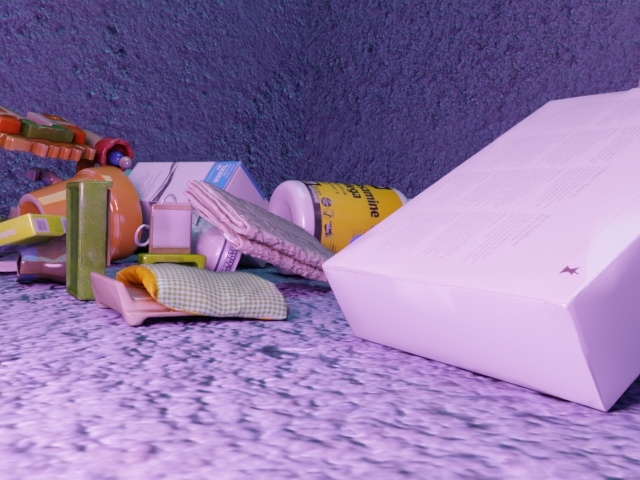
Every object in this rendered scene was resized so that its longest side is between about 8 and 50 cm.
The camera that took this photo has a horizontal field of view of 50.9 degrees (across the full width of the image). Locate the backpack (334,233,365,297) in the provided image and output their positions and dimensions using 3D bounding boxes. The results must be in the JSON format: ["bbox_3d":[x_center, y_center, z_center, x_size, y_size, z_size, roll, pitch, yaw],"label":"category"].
[{"bbox_3d":[0.096,0.042,0.909,0.120,0.101,0.098,5,6,-43],"label":"backpack"}]

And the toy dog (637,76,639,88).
[{"bbox_3d":[0.559,-0.096,0.955,0.395,0.408,0.284,1,3,-16],"label":"toy dog"}]

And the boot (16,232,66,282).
[{"bbox_3d":[-0.428,0.023,1.043,0.106,0.082,0.219,4,2,-35],"label":"boot"}]

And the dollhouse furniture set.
[{"bbox_3d":[-0.185,0.005,0.830,0.197,0.151,0.301,1,2,-31],"label":"dollhouse furniture set"}]

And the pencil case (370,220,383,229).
[{"bbox_3d":[0.189,0.023,1.149,0.119,0.133,0.306,-43,21,-21],"label":"pencil case"}]

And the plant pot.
[{"bbox_3d":[-0.504,-0.045,1.382,0.205,0.205,0.188,4,12,40],"label":"plant pot"}]

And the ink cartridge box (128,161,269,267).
[{"bbox_3d":[-0.273,-0.060,1.517,0.307,0.129,0.223,4,-35,32],"label":"ink cartridge box"}]

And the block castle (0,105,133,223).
[{"bbox_3d":[-0.652,-0.121,1.497,0.212,0.303,0.453,26,15,35],"label":"block castle"}]

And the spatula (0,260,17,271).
[{"bbox_3d":[-0.566,0.046,1.216,0.168,0.019,0.242,-3,-1,24],"label":"spatula"}]

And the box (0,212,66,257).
[{"bbox_3d":[-0.534,-0.002,1.140,0.178,0.043,0.109,-16,-3,10],"label":"box"}]

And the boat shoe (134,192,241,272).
[{"bbox_3d":[-0.252,-0.006,1.210,0.156,0.136,0.367,20,3,-19],"label":"boat shoe"}]

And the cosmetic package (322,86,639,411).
[{"bbox_3d":[0.229,-0.028,0.616,0.377,0.098,0.284,-35,18,-25],"label":"cosmetic package"}]

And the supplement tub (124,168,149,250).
[{"bbox_3d":[-0.474,-0.081,1.875,0.316,0.229,0.228,1,3,-45],"label":"supplement tub"}]

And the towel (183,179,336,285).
[{"bbox_3d":[-0.074,-0.003,1.054,0.282,0.049,0.187,25,11,-46],"label":"towel"}]

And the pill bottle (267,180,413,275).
[{"bbox_3d":[0.071,-0.022,1.377,0.333,0.188,0.188,1,2,-27],"label":"pill bottle"}]
